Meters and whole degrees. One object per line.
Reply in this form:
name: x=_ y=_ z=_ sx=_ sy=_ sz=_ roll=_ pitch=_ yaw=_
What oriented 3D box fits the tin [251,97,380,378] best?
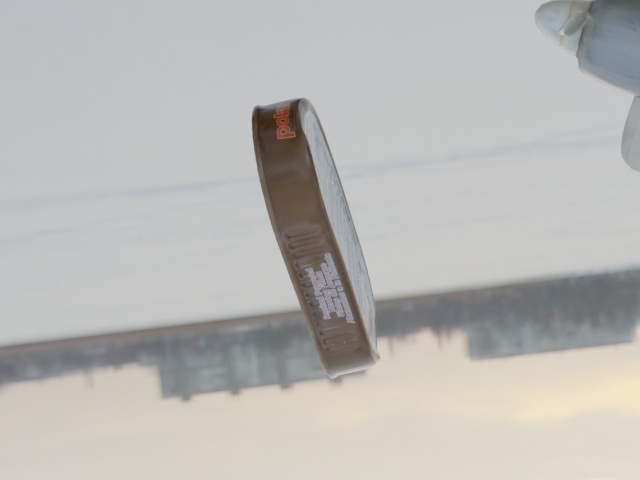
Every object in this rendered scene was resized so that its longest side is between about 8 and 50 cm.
tin: x=0.000 y=0.000 z=0.974 sx=0.040 sy=0.189 sz=0.106 roll=-11 pitch=-143 yaw=11

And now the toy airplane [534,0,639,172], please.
toy airplane: x=0.265 y=-0.247 z=0.904 sx=0.384 sy=0.386 sz=0.272 roll=-16 pitch=-174 yaw=44
